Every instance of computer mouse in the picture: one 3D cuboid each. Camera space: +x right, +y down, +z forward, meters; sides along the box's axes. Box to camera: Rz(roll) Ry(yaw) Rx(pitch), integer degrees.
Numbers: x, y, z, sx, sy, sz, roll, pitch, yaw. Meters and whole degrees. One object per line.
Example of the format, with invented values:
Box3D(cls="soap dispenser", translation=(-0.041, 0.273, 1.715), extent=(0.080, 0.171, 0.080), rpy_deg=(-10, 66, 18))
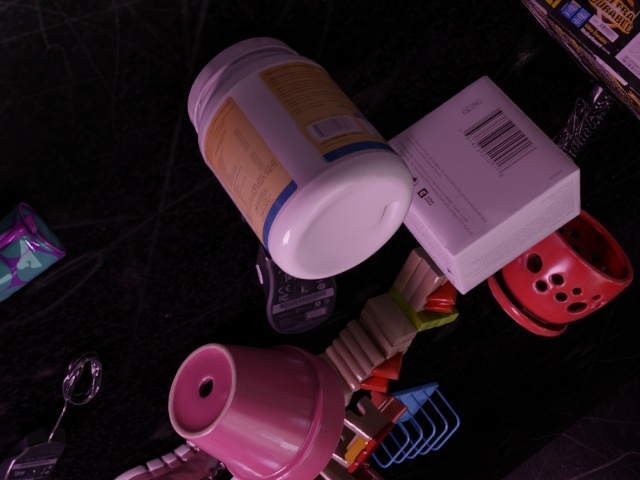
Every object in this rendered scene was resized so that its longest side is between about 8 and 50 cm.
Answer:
Box3D(cls="computer mouse", translation=(-0.335, 0.222, 1.066), extent=(0.071, 0.041, 0.242), rpy_deg=(10, 120, -50))
Box3D(cls="computer mouse", translation=(0.000, 0.000, 1.074), extent=(0.184, 0.060, 0.262), rpy_deg=(-21, 137, -11))

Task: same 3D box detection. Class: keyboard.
Box3D(cls="keyboard", translation=(0.394, -0.160, 1.287), extent=(0.100, 0.038, 0.192), rpy_deg=(-13, 142, -35))

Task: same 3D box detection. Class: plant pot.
Box3D(cls="plant pot", translation=(-0.098, 0.227, 1.179), extent=(0.201, 0.201, 0.180), rpy_deg=(-46, 134, 16))
Box3D(cls="plant pot", translation=(0.385, 0.052, 1.426), extent=(0.191, 0.191, 0.174), rpy_deg=(2, 136, -48))

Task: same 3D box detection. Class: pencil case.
Box3D(cls="pencil case", translation=(-0.310, 0.031, 0.784), extent=(0.152, 0.064, 0.070), rpy_deg=(-36, 167, -3))

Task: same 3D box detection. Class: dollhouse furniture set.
Box3D(cls="dollhouse furniture set", translation=(0.071, 0.426, 1.592), extent=(0.201, 0.152, 0.374), rpy_deg=(-32, 159, -49))

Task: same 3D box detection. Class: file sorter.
Box3D(cls="file sorter", translation=(0.178, 0.374, 1.746), extent=(0.170, 0.104, 0.118), rpy_deg=(-5, 138, -44))

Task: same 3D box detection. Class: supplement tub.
Box3D(cls="supplement tub", translation=(-0.023, -0.079, 0.795), extent=(0.144, 0.199, 0.144), rpy_deg=(-26, 149, -17))

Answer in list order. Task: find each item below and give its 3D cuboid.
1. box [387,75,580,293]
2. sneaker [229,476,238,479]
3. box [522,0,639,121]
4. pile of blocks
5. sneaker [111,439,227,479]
Box3D(cls="box", translation=(0.188, -0.068, 1.052), extent=(0.182, 0.181, 0.119), rpy_deg=(-35, 150, -2))
Box3D(cls="sneaker", translation=(-0.088, 0.442, 1.538), extent=(0.290, 0.123, 0.106), rpy_deg=(-51, 147, 12))
Box3D(cls="box", translation=(0.349, -0.198, 0.964), extent=(0.079, 0.257, 0.322), rpy_deg=(-48, 148, 16))
Box3D(cls="pile of blocks", translation=(0.119, 0.160, 1.373), extent=(0.362, 0.112, 0.149), rpy_deg=(-47, 149, 19))
Box3D(cls="sneaker", translation=(-0.178, 0.390, 1.332), extent=(0.282, 0.162, 0.106), rpy_deg=(-28, 149, -15))
